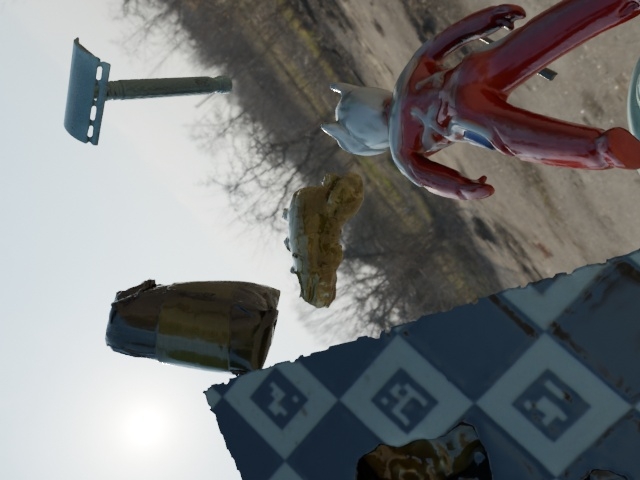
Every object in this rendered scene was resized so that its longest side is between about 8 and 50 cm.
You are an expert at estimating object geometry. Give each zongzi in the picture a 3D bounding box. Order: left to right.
[{"bbox_3d":[-0.223,0.131,1.135,0.289,0.154,0.317,12,-169,-1],"label":"zongzi"}]

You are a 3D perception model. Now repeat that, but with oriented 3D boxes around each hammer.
[{"bbox_3d":[0.489,-0.492,1.554,0.125,0.027,0.297,-17,-130,-43],"label":"hammer"}]

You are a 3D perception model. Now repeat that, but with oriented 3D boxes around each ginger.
[{"bbox_3d":[-0.010,-0.009,0.877,0.115,0.206,0.081,16,170,2],"label":"ginger"}]

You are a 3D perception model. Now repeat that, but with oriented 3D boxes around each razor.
[{"bbox_3d":[-0.205,-0.191,0.755,0.068,0.106,0.232,39,-146,23],"label":"razor"}]

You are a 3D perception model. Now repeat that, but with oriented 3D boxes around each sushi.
[{"bbox_3d":[0.110,0.178,0.365,0.294,0.292,0.059,68,-161,3],"label":"sushi"}]

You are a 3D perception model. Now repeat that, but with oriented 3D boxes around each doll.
[{"bbox_3d":[0.133,-0.134,0.594,0.099,0.189,0.383,17,176,-36],"label":"doll"}]

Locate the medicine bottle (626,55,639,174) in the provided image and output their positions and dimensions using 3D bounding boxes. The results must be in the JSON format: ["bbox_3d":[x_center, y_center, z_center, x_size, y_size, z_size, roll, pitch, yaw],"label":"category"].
[{"bbox_3d":[0.339,-0.126,0.571,0.228,0.083,0.121,0,-86,-63],"label":"medicine bottle"}]
